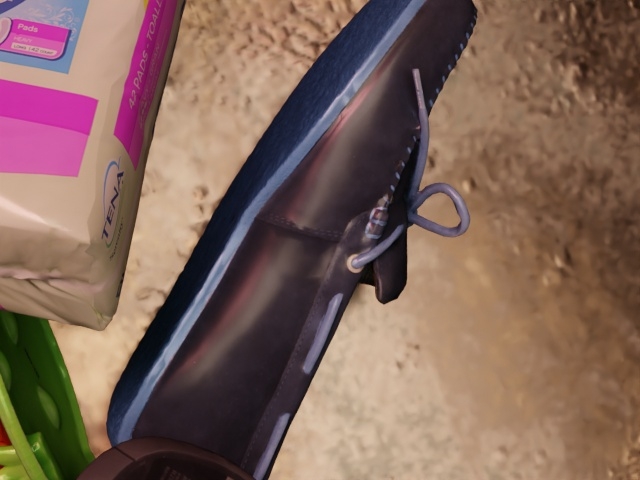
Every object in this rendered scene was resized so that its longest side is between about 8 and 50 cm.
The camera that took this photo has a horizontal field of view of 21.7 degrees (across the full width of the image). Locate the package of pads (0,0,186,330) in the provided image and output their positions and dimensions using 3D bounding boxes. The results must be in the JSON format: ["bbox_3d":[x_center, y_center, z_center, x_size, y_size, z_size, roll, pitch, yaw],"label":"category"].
[{"bbox_3d":[-0.203,-0.104,0.663,0.296,0.101,0.229,9,63,2],"label":"package of pads"}]

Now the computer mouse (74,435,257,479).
[{"bbox_3d":[-0.042,0.193,0.708,0.262,0.060,0.184,30,77,-40],"label":"computer mouse"}]

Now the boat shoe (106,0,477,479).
[{"bbox_3d":[0.000,0.000,0.759,0.089,0.109,0.258,32,97,-13],"label":"boat shoe"}]

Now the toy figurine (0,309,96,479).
[{"bbox_3d":[-0.185,0.103,0.716,0.159,0.130,0.173,-20,114,2],"label":"toy figurine"}]
